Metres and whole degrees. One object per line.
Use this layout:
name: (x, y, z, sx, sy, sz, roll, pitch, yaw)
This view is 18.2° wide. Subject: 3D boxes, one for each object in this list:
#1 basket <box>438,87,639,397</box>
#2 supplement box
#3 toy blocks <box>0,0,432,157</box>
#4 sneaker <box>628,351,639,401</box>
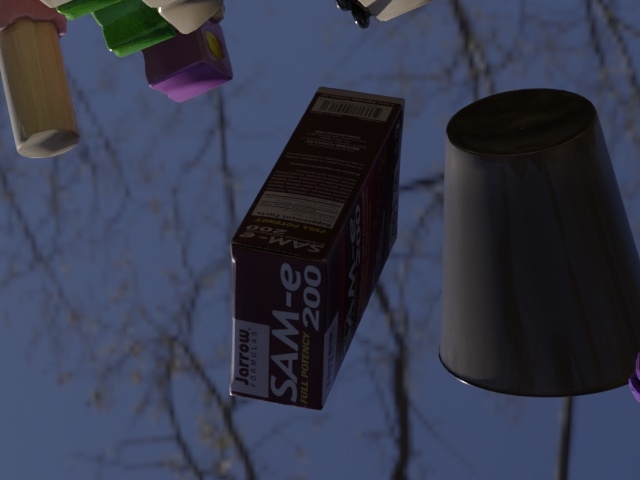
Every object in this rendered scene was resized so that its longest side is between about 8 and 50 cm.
basket: (0.186, -0.002, 1.705, 0.204, 0.227, 0.154, 3, -149, 23)
supplement box: (0.000, 0.000, 1.449, 0.073, 0.130, 0.239, 10, -146, 12)
toy blocks: (-0.133, -0.245, 1.187, 0.309, 0.288, 0.260, -21, -112, 16)
sneaker: (0.244, 0.101, 1.269, 0.104, 0.236, 0.095, 31, -103, 5)
